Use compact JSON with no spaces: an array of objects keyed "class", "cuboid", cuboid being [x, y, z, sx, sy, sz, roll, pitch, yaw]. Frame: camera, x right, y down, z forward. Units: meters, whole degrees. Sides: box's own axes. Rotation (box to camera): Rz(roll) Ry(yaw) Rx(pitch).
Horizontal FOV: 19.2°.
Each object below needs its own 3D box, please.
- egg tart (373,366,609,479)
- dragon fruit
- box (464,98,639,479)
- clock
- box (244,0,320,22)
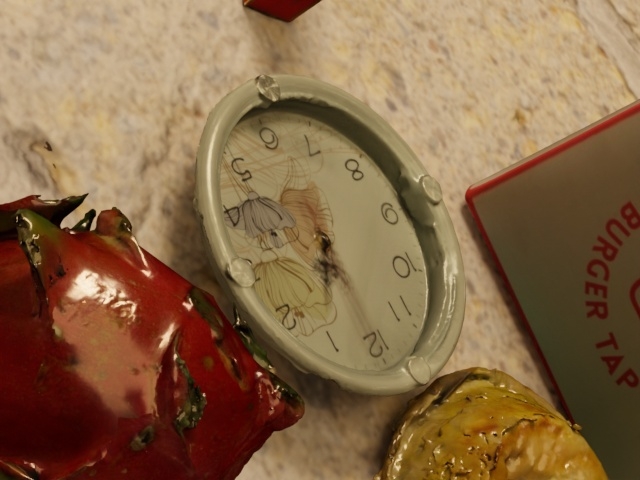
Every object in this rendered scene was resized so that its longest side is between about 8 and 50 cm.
[{"class":"egg tart","cuboid":[0.131,0.183,1.283,0.212,0.090,0.213,18,58,-31]},{"class":"dragon fruit","cuboid":[-0.147,0.048,1.036,0.200,0.198,0.269,-29,75,-36]},{"class":"box","cuboid":[0.358,0.016,1.419,0.300,0.312,0.314,-20,84,-48]},{"class":"clock","cuboid":[0.000,0.000,1.280,0.236,0.053,0.236,24,52,-35]},{"class":"box","cuboid":[-0.009,-0.260,1.370,0.048,0.112,0.175,16,60,-37]}]
